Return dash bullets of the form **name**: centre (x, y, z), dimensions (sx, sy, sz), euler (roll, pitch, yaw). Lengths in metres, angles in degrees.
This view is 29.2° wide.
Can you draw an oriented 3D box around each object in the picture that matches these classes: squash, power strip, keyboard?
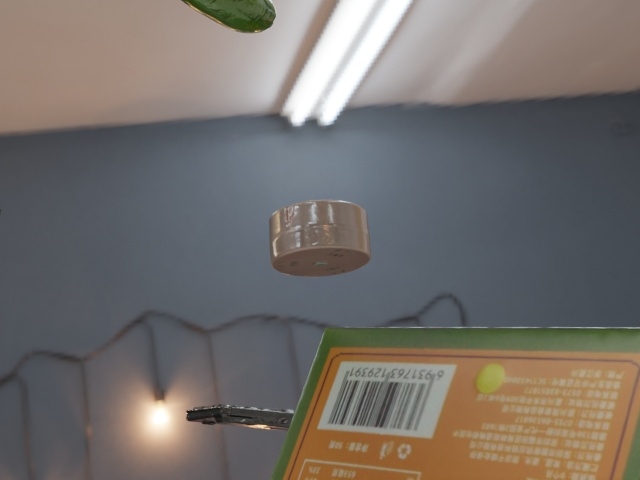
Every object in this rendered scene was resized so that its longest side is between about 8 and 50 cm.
- **squash**: centre (-0.152, -0.374, 1.860), dimensions (0.082, 0.082, 0.292), euler (-16, -18, 25)
- **power strip**: centre (0.000, 0.000, 1.825), dimensions (0.154, 0.078, 0.154), euler (-4, -19, -1)
- **keyboard**: centre (0.030, 0.181, 1.182), dimensions (0.309, 0.018, 0.101), euler (10, -13, -25)

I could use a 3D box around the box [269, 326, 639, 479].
- **box**: centre (0.099, 0.138, 0.521), dimensions (0.195, 0.148, 0.177), euler (-5, -34, 47)
